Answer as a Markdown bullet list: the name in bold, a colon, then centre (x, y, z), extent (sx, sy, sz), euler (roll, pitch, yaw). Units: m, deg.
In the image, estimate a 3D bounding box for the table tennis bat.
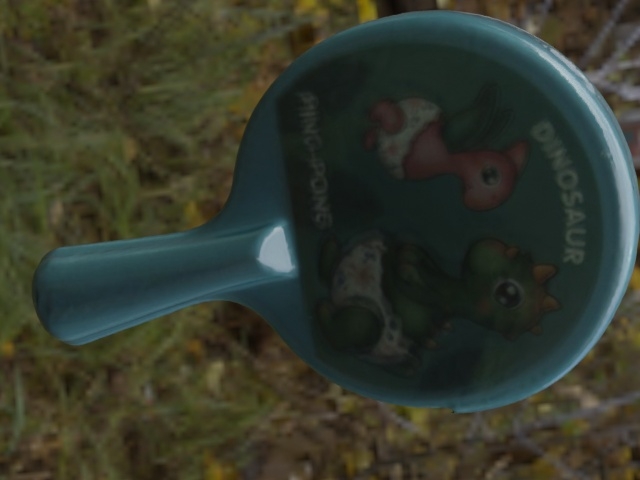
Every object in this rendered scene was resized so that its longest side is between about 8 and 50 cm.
- **table tennis bat**: centre (0.000, 0.000, 0.535), extent (0.033, 0.201, 0.124), euler (-28, 104, -70)
